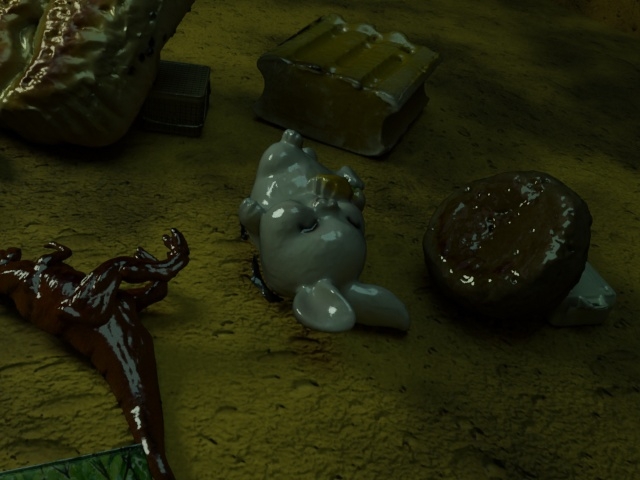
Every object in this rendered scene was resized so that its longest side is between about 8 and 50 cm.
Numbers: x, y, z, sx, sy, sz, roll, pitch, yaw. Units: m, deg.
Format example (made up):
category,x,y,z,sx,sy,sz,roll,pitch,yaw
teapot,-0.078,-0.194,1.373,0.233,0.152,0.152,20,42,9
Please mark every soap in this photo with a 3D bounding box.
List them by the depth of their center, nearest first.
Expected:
category,x,y,z,sx,sy,sz,roll,pitch,yaw
soap,0.063,-0.325,1.402,0.293,0.156,0.335,22,36,10

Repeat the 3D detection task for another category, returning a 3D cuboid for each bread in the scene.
category,x,y,z,sx,sy,sz,roll,pitch,yaw
bread,0.261,0.012,0.960,0.230,0.123,0.230,-16,48,19

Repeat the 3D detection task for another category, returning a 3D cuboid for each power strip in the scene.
category,x,y,z,sx,sy,sz,roll,pitch,yaw
power strip,0.331,0.012,1.080,0.098,0.058,0.338,-2,37,-17

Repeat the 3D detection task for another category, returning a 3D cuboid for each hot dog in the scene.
category,x,y,z,sx,sy,sz,roll,pitch,yaw
hot dog,-0.425,-0.333,1.161,0.367,0.196,0.365,17,72,14

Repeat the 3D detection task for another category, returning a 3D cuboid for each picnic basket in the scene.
category,x,y,z,sx,sy,sz,roll,pitch,yaw
picnic basket,-0.265,-0.267,1.287,0.115,0.079,0.164,6,35,-8

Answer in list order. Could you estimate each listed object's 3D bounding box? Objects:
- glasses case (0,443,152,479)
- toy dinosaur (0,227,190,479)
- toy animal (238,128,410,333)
category,x,y,z,sx,sy,sz,roll,pitch,yaw
glasses case,-0.276,0.234,0.555,0.272,0.095,0.062,-5,33,-23
toy dinosaur,-0.231,0.078,0.792,0.432,0.097,0.208,29,52,30
toy animal,-0.006,-0.004,0.933,0.208,0.154,0.325,5,51,-47
